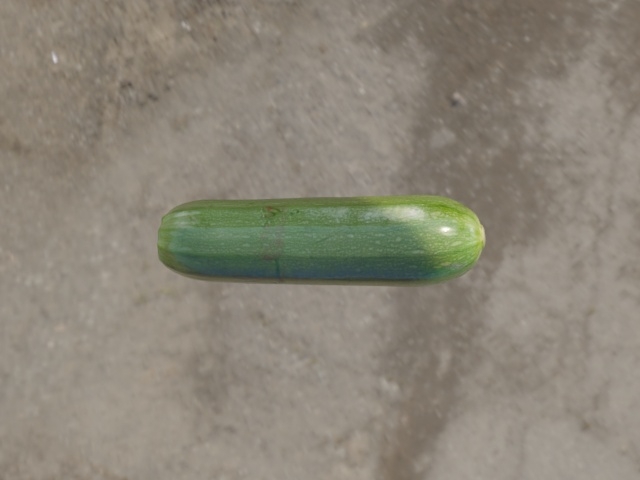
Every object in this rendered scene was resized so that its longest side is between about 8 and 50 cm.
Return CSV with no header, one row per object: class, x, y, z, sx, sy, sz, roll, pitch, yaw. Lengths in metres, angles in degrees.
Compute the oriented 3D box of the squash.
squash,0.000,0.000,1.018,0.229,0.066,0.066,1,121,13
